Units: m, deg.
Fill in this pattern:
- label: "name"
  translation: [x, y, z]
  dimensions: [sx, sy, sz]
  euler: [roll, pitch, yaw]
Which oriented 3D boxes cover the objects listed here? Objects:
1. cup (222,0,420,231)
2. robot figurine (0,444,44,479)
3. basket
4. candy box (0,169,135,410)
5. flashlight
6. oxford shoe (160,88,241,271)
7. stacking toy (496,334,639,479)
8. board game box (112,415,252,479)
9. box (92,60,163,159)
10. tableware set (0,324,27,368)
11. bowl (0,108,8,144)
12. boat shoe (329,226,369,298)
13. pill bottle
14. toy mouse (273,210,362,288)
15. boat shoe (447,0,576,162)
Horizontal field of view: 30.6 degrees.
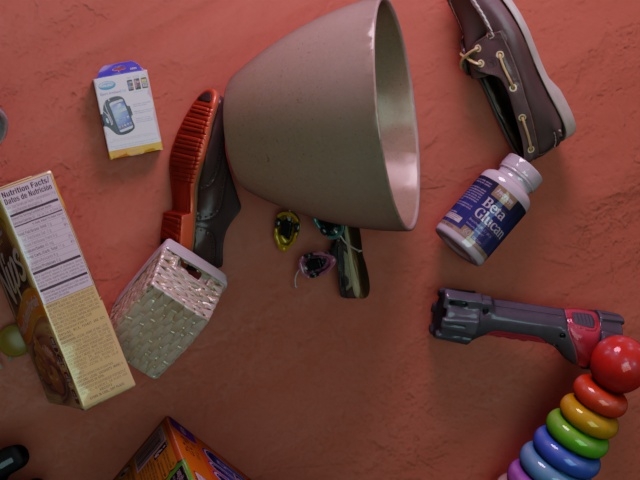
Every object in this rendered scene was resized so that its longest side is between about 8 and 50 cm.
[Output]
- label: "cup"
  translation: [-0.001, -0.165, 1.668]
  dimensions: [0.237, 0.331, 0.331]
  euler: [-6, 97, 14]
- label: "robot figurine"
  translation: [-0.525, 0.394, 1.646]
  dimensions: [0.278, 0.209, 0.173]
  euler: [-31, 137, -9]
- label: "basket"
  translation: [-0.228, 0.102, 1.682]
  dimensions: [0.113, 0.103, 0.167]
  euler: [34, 123, -13]
- label: "candy box"
  translation: [-0.376, 0.072, 1.628]
  dimensions: [0.087, 0.183, 0.316]
  euler: [-24, 97, -28]
- label: "flashlight"
  translation: [0.326, 0.142, 1.860]
  dimensions: [0.304, 0.103, 0.103]
  euler: [8, 89, -9]
- label: "oxford shoe"
  translation: [-0.167, -0.088, 1.735]
  dimensions: [0.098, 0.097, 0.271]
  euler: [7, 100, -31]
- label: "stacking toy"
  translation: [0.408, 0.295, 1.823]
  dimensions: [0.141, 0.141, 0.330]
  euler: [25, 105, -14]
- label: "board game box"
  translation: [-0.177, 0.525, 1.637]
  dimensions: [0.356, 0.356, 0.356]
  euler: [41, 85, -13]
- label: "box"
  translation: [-0.285, -0.193, 1.722]
  dimensions: [0.081, 0.028, 0.136]
  euler: [-12, 95, -12]
- label: "tableware set"
  translation: [-0.490, 0.142, 1.707]
  dimensions: [0.154, 0.024, 0.104]
  euler: [-32, 98, -7]
- label: "bowl"
  translation: [-0.588, -0.163, 1.541]
  dimensions: [0.311, 0.311, 0.163]
  euler: [-26, 80, -10]
- label: "boat shoe"
  translation: [0.037, 0.017, 1.800]
  dimensions: [0.049, 0.056, 0.152]
  euler: [-10, 91, 21]
- label: "pill bottle"
  translation: [0.266, -0.051, 1.825]
  dimensions: [0.094, 0.094, 0.169]
  euler: [42, 85, -13]
- label: "toy mouse"
  translation: [0.000, 0.000, 1.773]
  dimensions: [0.143, 0.031, 0.161]
  euler: [8, 105, 19]
- label: "boat shoe"
  translation: [0.274, -0.271, 1.801]
  dimensions: [0.096, 0.116, 0.324]
  euler: [-36, 107, -11]
